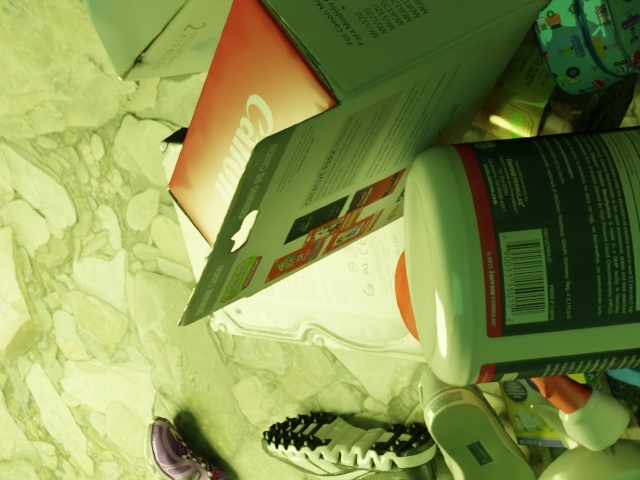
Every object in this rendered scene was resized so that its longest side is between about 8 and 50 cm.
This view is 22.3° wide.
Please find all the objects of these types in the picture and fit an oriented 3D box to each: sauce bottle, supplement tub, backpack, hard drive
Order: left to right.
[{"bbox_3d":[0.000,0.000,1.668,0.339,0.064,0.237,7,121,37],"label":"hard drive"},{"bbox_3d":[0.105,-0.176,1.434,0.344,0.111,0.111,30,132,27],"label":"sauce bottle"},{"bbox_3d":[0.211,0.008,1.281,0.272,0.191,0.191,-5,122,-5],"label":"supplement tub"},{"bbox_3d":[0.236,-0.199,1.263,0.117,0.173,0.158,0,116,40],"label":"backpack"}]

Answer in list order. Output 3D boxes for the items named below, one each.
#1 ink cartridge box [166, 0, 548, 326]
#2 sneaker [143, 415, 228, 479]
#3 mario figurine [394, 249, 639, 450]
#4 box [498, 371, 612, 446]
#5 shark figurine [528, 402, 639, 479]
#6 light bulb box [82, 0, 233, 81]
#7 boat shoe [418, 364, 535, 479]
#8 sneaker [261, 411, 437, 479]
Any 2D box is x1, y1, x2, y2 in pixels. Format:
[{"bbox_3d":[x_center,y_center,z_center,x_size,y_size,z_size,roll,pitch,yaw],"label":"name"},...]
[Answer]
[{"bbox_3d":[-0.008,-0.096,1.273,0.130,0.272,0.309,53,150,15],"label":"ink cartridge box"},{"bbox_3d":[-0.153,0.280,1.990,0.071,0.068,0.170,-23,110,30],"label":"sneaker"},{"bbox_3d":[0.223,0.060,1.470,0.320,0.198,0.170,13,144,18],"label":"mario figurine"},{"bbox_3d":[0.219,0.116,1.578,0.105,0.043,0.179,-4,113,40],"label":"box"},{"bbox_3d":[0.235,0.272,1.580,0.166,0.116,0.278,30,141,10],"label":"shark figurine"},{"bbox_3d":[-0.069,-0.375,1.296,0.358,0.225,0.361,-42,68,47],"label":"light bulb box"},{"bbox_3d":[0.158,0.198,1.647,0.079,0.081,0.227,-23,136,8],"label":"boat shoe"},{"bbox_3d":[0.034,0.253,1.794,0.234,0.078,0.106,1,115,37],"label":"sneaker"}]
